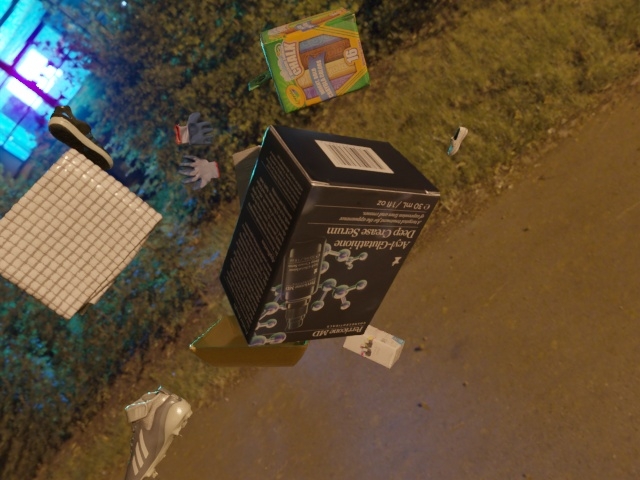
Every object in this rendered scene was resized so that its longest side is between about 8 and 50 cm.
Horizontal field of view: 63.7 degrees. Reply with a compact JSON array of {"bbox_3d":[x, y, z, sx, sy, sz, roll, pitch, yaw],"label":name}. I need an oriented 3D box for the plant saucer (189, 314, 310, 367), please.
[{"bbox_3d":[-0.175,0.301,1.544,0.333,0.080,0.333,-3,7,8],"label":"plant saucer"}]

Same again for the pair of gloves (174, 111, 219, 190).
[{"bbox_3d":[-0.322,-0.232,1.339,0.023,0.198,0.159,-2,13,23],"label":"pair of gloves"}]

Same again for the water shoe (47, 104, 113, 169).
[{"bbox_3d":[-0.575,-0.250,1.264,0.073,0.203,0.080,-6,63,12],"label":"water shoe"}]

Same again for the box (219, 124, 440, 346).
[{"bbox_3d":[0.000,0.000,1.059,0.212,0.294,0.395,57,135,42],"label":"box"}]

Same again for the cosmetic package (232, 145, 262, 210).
[{"bbox_3d":[-0.143,-0.120,1.363,0.107,0.237,0.127,-13,-2,32],"label":"cosmetic package"}]

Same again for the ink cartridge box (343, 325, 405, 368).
[{"bbox_3d":[0.136,0.286,1.463,0.104,0.182,0.061,-6,-64,-67],"label":"ink cartridge box"}]

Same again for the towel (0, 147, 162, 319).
[{"bbox_3d":[-0.502,-0.011,1.052,0.283,0.235,0.121,-52,21,-9],"label":"towel"}]

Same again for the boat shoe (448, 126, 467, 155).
[{"bbox_3d":[0.433,-0.320,1.657,0.100,0.035,0.035,-62,28,31],"label":"boat shoe"}]

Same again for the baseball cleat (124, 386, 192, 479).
[{"bbox_3d":[-0.310,0.346,0.906,0.205,0.110,0.072,-56,-3,6],"label":"baseball cleat"}]

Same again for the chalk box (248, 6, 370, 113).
[{"bbox_3d":[-0.035,-0.328,0.949,0.213,0.132,0.132,-17,32,0],"label":"chalk box"}]
